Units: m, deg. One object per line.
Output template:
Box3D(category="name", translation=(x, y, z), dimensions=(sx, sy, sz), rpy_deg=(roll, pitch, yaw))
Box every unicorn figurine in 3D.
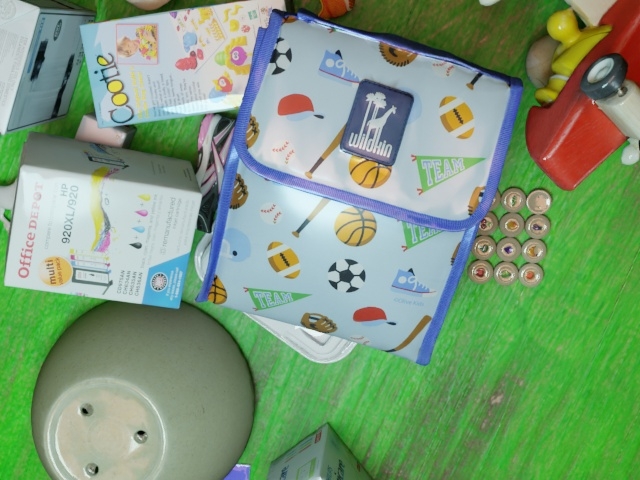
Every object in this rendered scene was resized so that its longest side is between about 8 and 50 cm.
Box3D(category="unicorn figurine", translation=(-0.443, -0.059, 1.580), dimensions=(0.162, 0.060, 0.111), rpy_deg=(-7, 98, 6))

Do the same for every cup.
Box3D(category="cup", translation=(-0.271, 0.254, 1.524), dimensions=(0.331, 0.237, 0.331), rpy_deg=(0, 94, 4))

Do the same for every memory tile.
Box3D(category="memory tile", translation=(0.277, -0.005, 1.572), dimensions=(0.113, 0.012, 0.148), rpy_deg=(5, 101, 2))

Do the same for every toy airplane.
Box3D(category="toy airplane", translation=(0.384, -0.273, 1.412), dimensions=(0.384, 0.272, 0.386), rpy_deg=(-12, 92, -32))

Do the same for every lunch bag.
Box3D(category="lunch bag", translation=(0.043, -0.072, 1.350), dimensions=(0.328, 0.239, 0.385), rpy_deg=(17, 119, -2))

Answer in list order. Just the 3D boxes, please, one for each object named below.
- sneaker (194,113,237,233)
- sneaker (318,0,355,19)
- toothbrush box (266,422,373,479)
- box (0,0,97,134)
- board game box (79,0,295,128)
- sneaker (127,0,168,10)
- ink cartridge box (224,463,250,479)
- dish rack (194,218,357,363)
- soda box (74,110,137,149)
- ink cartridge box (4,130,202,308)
Box3D(category="sneaker", translation=(-0.144, -0.093, 1.551), dimensions=(0.077, 0.072, 0.178), rpy_deg=(10, 103, 0))
Box3D(category="sneaker", translation=(-0.013, -0.389, 1.489), dimensions=(0.067, 0.064, 0.175), rpy_deg=(-20, 97, 17))
Box3D(category="toothbrush box", translation=(0.044, 0.441, 1.577), dimensions=(0.122, 0.206, 0.283), rpy_deg=(-37, 96, 10))
Box3D(category="box", translation=(-0.391, -0.243, 1.425), dimensions=(0.087, 0.290, 0.169), rpy_deg=(19, 100, -2))
Box3D(category="board game box", translation=(-0.169, -0.249, 1.484), dimensions=(0.275, 0.142, 0.144), rpy_deg=(-7, 102, 4))
Box3D(category="sneaker", translation=(-0.162, -0.463, 1.423), dimensions=(0.350, 0.131, 0.148), rpy_deg=(-41, 135, 9))
Box3D(category="ink cartridge box", translation=(-0.219, 0.441, 1.676), dimensions=(0.206, 0.045, 0.208), rpy_deg=(5, 100, 3))
Box3D(category="dish rack", translation=(0.000, 0.000, 1.563), dimensions=(0.285, 0.072, 0.333), rpy_deg=(36, 102, -5))
Box3D(category="soda box", translation=(-0.343, -0.076, 1.564), dimensions=(0.069, 0.074, 0.216), rpy_deg=(23, 102, -2))
Box3D(category="ink cartridge box", translation=(-0.296, -0.028, 1.452), dimensions=(0.233, 0.168, 0.171), rpy_deg=(9, 108, -16))
